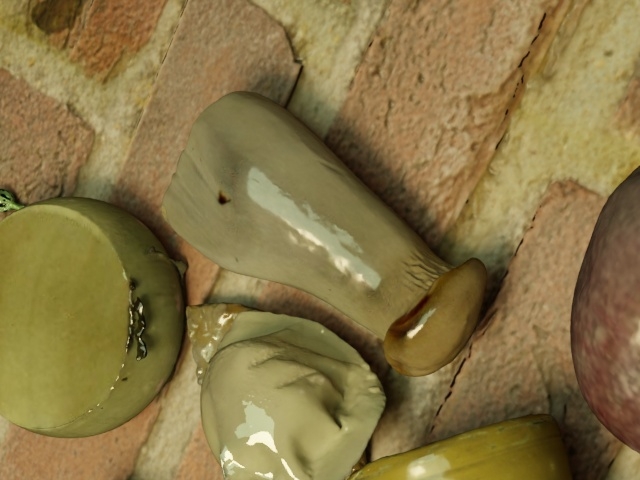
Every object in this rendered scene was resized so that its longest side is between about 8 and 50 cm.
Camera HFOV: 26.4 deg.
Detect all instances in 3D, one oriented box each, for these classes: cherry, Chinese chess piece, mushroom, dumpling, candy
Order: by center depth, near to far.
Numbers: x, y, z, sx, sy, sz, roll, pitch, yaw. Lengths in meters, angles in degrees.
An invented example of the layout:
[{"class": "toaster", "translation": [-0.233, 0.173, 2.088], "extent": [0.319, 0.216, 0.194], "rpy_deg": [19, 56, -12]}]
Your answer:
[{"class": "cherry", "translation": [0.279, 0.042, 0.941], "extent": [0.213, 0.184, 0.266], "rpy_deg": [43, 124, 34]}, {"class": "dumpling", "translation": [-0.023, 0.134, 1.121], "extent": [0.155, 0.111, 0.181], "rpy_deg": [-5, 74, 6]}, {"class": "mushroom", "translation": [0.000, 0.000, 1.157], "extent": [0.329, 0.122, 0.159], "rpy_deg": [37, 142, 27]}, {"class": "Chinese chess piece", "translation": [-0.233, 0.074, 1.287], "extent": [0.238, 0.092, 0.237], "rpy_deg": [-2, 85, 31]}, {"class": "candy", "translation": [-0.297, -0.032, 1.375], "extent": [0.083, 0.025, 0.023], "rpy_deg": [17, 85, 18]}]

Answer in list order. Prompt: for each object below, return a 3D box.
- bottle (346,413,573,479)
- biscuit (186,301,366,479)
[{"class": "bottle", "translation": [0.146, 0.318, 1.008], "extent": [0.171, 0.171, 0.351], "rpy_deg": [-23, 77, 27]}, {"class": "biscuit", "translation": [-0.027, 0.176, 1.193], "extent": [0.141, 0.038, 0.289], "rpy_deg": [-21, 75, 23]}]
